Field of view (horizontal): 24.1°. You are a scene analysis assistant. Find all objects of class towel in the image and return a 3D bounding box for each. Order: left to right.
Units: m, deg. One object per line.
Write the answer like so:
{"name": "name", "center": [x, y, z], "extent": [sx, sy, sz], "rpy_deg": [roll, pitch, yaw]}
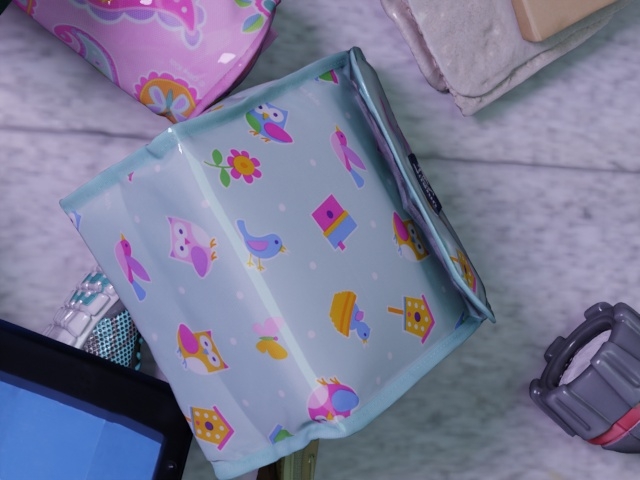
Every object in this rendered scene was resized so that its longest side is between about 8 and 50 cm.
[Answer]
{"name": "towel", "center": [0.112, -0.247, 1.078], "extent": [0.187, 0.049, 0.282], "rpy_deg": [-33, 116, -15]}

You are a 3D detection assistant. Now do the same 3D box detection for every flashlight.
{"name": "flashlight", "center": [0.297, 0.174, 1.110], "extent": [0.304, 0.103, 0.103], "rpy_deg": [41, 77, -8]}

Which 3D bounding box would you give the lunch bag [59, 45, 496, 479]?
{"name": "lunch bag", "center": [0.000, 0.000, 1.005], "extent": [0.262, 0.160, 0.223], "rpy_deg": [-29, 91, -46]}

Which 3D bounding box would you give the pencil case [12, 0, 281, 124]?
{"name": "pencil case", "center": [-0.157, -0.199, 1.012], "extent": [0.284, 0.124, 0.124], "rpy_deg": [38, 78, -10]}

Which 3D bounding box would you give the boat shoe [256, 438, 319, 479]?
{"name": "boat shoe", "center": [-0.017, 0.163, 1.056], "extent": [0.048, 0.056, 0.153], "rpy_deg": [5, 75, -23]}

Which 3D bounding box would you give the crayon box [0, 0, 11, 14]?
{"name": "crayon box", "center": [-0.200, -0.295, 0.906], "extent": [0.202, 0.081, 0.318], "rpy_deg": [37, 68, -8]}

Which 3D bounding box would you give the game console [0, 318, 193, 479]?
{"name": "game console", "center": [-0.200, 0.124, 0.831], "extent": [0.173, 0.250, 0.293], "rpy_deg": [1, 47, 11]}

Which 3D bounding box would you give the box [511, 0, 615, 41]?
{"name": "box", "center": [0.185, -0.265, 1.068], "extent": [0.164, 0.021, 0.201], "rpy_deg": [-29, 115, -16]}

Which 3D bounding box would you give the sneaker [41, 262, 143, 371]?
{"name": "sneaker", "center": [-0.148, 0.073, 1.032], "extent": [0.076, 0.065, 0.166], "rpy_deg": [41, 81, -24]}
